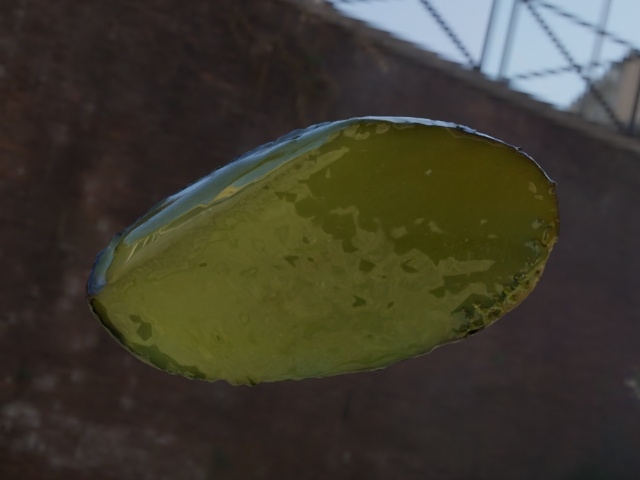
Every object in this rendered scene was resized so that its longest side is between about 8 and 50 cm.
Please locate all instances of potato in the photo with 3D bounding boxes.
[{"bbox_3d":[0.000,0.000,0.714,0.198,0.119,0.054,-20,32,-4],"label":"potato"}]
